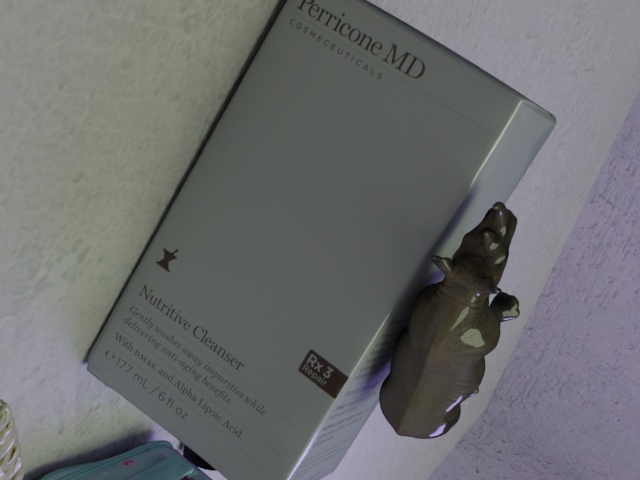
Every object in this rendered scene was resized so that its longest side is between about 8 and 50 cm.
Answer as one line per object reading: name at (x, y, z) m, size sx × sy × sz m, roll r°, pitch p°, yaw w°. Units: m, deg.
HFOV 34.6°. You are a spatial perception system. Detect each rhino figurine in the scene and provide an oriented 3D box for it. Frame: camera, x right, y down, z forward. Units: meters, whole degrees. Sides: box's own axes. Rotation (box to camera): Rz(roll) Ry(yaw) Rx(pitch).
rhino figurine at (0.104, 0.064, 0.788) m, size 0.106 × 0.073 × 0.243 m, roll -41°, pitch 155°, yaw -41°

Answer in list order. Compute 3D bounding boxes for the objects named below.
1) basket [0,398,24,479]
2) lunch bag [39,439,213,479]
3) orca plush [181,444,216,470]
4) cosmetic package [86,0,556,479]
basket at (-0.264, 0.158, 0.607) m, size 0.167 × 0.103 × 0.113 m, roll -58°, pitch 166°, yaw -38°
lunch bag at (-0.222, 0.310, 1.006) m, size 0.224 × 0.108 × 0.279 m, roll -63°, pitch 161°, yaw 12°
orca plush at (-0.043, 0.214, 1.280) m, size 0.287 × 0.102 × 0.151 m, roll -20°, pitch 140°, yaw -60°
cosmetic package at (0.000, 0.000, 0.865) m, size 0.384 × 0.217 × 0.156 m, roll -62°, pitch 161°, yaw 13°
